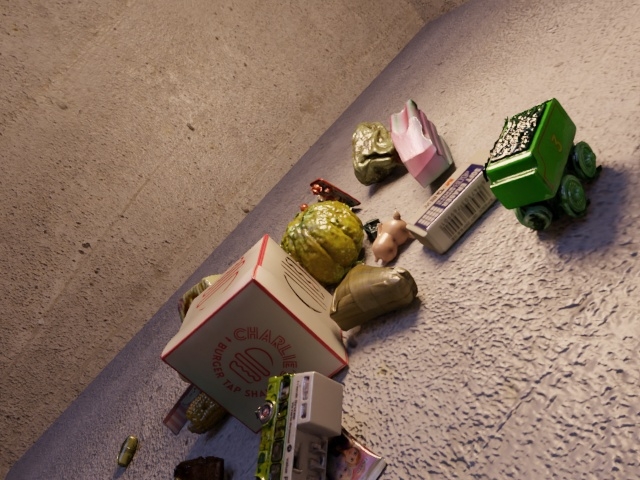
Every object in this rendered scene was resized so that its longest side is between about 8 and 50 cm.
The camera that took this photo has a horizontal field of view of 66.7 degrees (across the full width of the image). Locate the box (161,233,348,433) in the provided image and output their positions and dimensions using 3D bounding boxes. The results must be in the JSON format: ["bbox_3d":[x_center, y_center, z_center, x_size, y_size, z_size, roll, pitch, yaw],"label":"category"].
[{"bbox_3d":[-0.150,0.223,1.237,0.312,0.314,0.300,-41,16,14],"label":"box"}]

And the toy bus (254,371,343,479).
[{"bbox_3d":[-0.043,0.394,0.879,0.139,0.113,0.301,-26,43,35],"label":"toy bus"}]

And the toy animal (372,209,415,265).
[{"bbox_3d":[0.195,0.000,1.330,0.150,0.083,0.089,-59,33,-4],"label":"toy animal"}]

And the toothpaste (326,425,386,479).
[{"bbox_3d":[0.022,0.396,0.933,0.096,0.061,0.266,-51,25,-12],"label":"toothpaste"}]

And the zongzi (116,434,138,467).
[{"bbox_3d":[-0.687,0.750,1.713,0.113,0.052,0.104,-45,19,46],"label":"zongzi"}]

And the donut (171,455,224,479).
[{"bbox_3d":[-0.310,0.602,1.125,0.126,0.144,0.186,-27,56,57],"label":"donut"}]

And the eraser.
[{"bbox_3d":[0.347,-0.099,1.200,0.279,0.081,0.124,-46,18,0],"label":"eraser"}]

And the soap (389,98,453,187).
[{"bbox_3d":[0.312,-0.297,1.510,0.109,0.193,0.324,-39,21,24],"label":"soap"}]

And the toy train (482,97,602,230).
[{"bbox_3d":[0.432,-0.144,0.950,0.132,0.188,0.243,-20,33,54],"label":"toy train"}]

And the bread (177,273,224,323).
[{"bbox_3d":[-0.274,0.198,1.568,0.187,0.155,0.338,-37,-20,28],"label":"bread"}]

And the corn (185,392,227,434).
[{"bbox_3d":[-0.282,0.445,1.395,0.261,0.097,0.097,-46,18,-11],"label":"corn"}]

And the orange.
[{"bbox_3d":[0.000,0.000,1.507,0.300,0.223,0.301,-32,26,35],"label":"orange"}]

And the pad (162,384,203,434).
[{"bbox_3d":[-0.431,0.520,1.696,0.299,0.005,0.202,-54,20,-23],"label":"pad"}]

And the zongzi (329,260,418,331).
[{"bbox_3d":[0.150,0.095,1.207,0.228,0.115,0.256,-28,15,34],"label":"zongzi"}]

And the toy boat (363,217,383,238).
[{"bbox_3d":[0.164,-0.040,1.512,0.055,0.060,0.141,-23,13,-5],"label":"toy boat"}]

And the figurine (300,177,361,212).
[{"bbox_3d":[0.003,-0.077,1.780,0.226,0.183,0.160,-62,13,-9],"label":"figurine"}]

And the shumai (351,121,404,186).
[{"bbox_3d":[0.235,-0.328,1.775,0.222,0.225,0.260,-10,42,18],"label":"shumai"}]

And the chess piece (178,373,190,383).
[{"bbox_3d":[-0.380,0.410,1.609,0.300,0.167,0.167,-29,24,51],"label":"chess piece"}]
